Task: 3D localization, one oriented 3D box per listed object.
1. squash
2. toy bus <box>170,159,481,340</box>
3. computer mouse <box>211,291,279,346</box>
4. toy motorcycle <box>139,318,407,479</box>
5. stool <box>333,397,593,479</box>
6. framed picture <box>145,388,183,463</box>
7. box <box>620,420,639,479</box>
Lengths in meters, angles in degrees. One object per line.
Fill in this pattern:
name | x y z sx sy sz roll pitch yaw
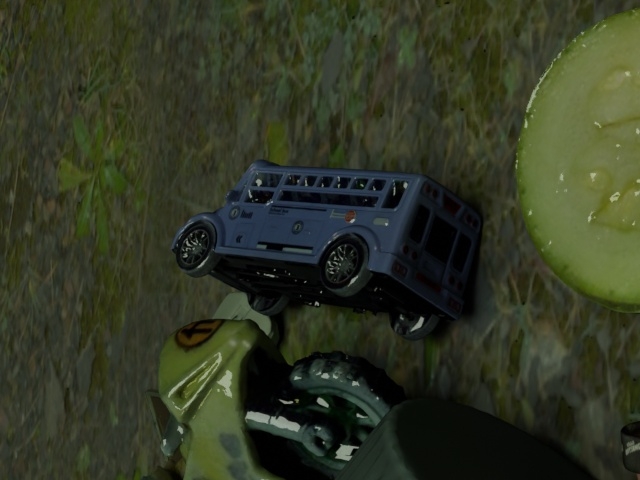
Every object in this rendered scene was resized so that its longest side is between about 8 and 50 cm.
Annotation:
squash | 0.264 -0.070 1.244 0.252 0.049 0.252 -6 81 45
toy bus | 0.000 0.000 1.448 0.292 0.125 0.133 5 70 45
computer mouse | -0.094 0.130 1.585 0.089 0.056 0.182 29 106 38
toy motorcycle | -0.073 0.226 1.438 0.237 0.169 0.410 34 128 11
stool | 0.077 0.325 1.238 0.297 0.297 0.330 45 114 38
framed picture | -0.125 0.225 1.597 0.109 0.011 0.149 2 111 45
box | 0.298 0.194 1.123 0.151 0.151 0.135 -4 93 45
